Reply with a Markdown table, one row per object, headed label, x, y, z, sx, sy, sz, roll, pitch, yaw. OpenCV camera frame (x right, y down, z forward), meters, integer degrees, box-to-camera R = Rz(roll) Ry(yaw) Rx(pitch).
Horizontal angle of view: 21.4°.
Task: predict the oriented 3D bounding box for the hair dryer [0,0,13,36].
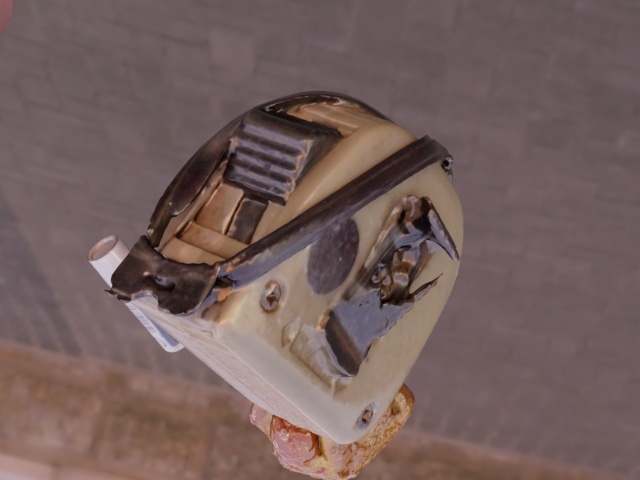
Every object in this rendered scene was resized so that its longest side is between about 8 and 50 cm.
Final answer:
| label | x | y | z | sx | sy | sz | roll | pitch | yaw |
| --- | --- | --- | --- | --- | --- | --- | --- | --- | --- |
| hair dryer | -0.347 | -0.058 | 1.274 | 0.125 | 0.210 | 0.352 | 25 | 140 | 1 |

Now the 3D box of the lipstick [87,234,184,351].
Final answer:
| label | x | y | z | sx | sy | sz | roll | pitch | yaw |
| --- | --- | --- | --- | --- | --- | --- | --- | --- | --- |
| lipstick | -0.184 | 0.057 | 1.750 | 0.040 | 0.040 | 0.141 | -5 | 131 | 47 |

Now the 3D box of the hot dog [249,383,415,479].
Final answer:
| label | x | y | z | sx | sy | sz | roll | pitch | yaw |
| --- | --- | --- | --- | --- | --- | --- | --- | --- | --- |
| hot dog | 0.004 | 0.212 | 2.074 | 0.150 | 0.153 | 0.257 | 42 | -168 | 20 |

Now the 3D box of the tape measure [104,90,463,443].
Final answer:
| label | x | y | z | sx | sy | sz | roll | pitch | yaw |
| --- | --- | --- | --- | --- | --- | --- | --- | --- | --- |
| tape measure | 0.000 | 0.000 | 1.184 | 0.133 | 0.231 | 0.271 | 21 | 166 | 37 |
